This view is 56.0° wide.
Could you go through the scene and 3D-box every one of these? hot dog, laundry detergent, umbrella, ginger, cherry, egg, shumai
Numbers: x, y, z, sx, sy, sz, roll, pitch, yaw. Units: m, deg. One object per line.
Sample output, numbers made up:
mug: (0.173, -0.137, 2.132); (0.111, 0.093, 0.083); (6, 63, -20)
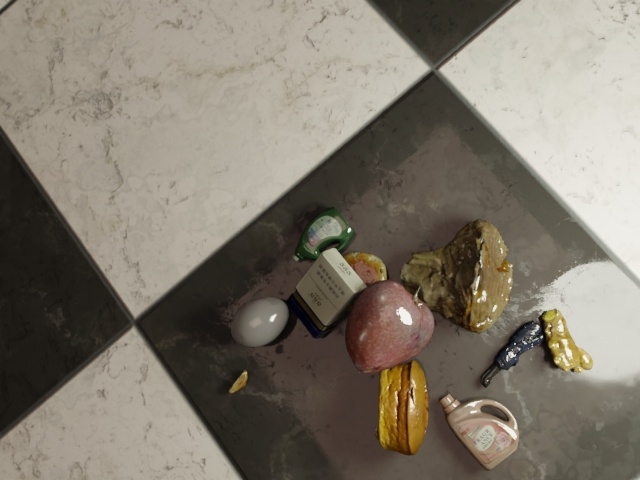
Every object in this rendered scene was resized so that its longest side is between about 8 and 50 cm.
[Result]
hot dog: (-0.261, 0.465, 1.956); (0.034, 0.030, 0.090); (37, 90, 5)
laundry detergent: (0.000, 0.000, 1.960); (0.211, 0.063, 0.137); (-42, 83, 3)
umbrella: (0.568, 0.341, 1.799); (0.248, 0.071, 0.071); (-44, 77, 1)
laundry detergent: (0.475, 0.537, 1.786); (0.171, 0.076, 0.237); (-39, 75, 2)
ginger: (0.707, 0.309, 1.769); (0.115, 0.081, 0.205); (-32, 77, -7)
cherry: (0.195, 0.253, 1.756); (0.307, 0.261, 0.221); (-53, 36, -1)
egg: (-0.192, 0.259, 1.914); (0.199, 0.146, 0.146); (-27, 78, -3)
shumai: (0.416, 0.117, 1.841); (0.283, 0.217, 0.346); (-13, 66, 40)

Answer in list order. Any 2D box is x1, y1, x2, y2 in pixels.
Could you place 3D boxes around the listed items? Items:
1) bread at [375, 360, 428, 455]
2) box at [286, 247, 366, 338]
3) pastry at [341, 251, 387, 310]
bread: (0.246, 0.492, 1.775); (0.143, 0.195, 0.269); (-4, 74, 18)
box: (0.012, 0.167, 1.856); (0.168, 0.071, 0.259); (51, 131, 17)
pastry: (0.125, 0.133, 1.901); (0.182, 0.093, 0.192); (9, 84, 10)
